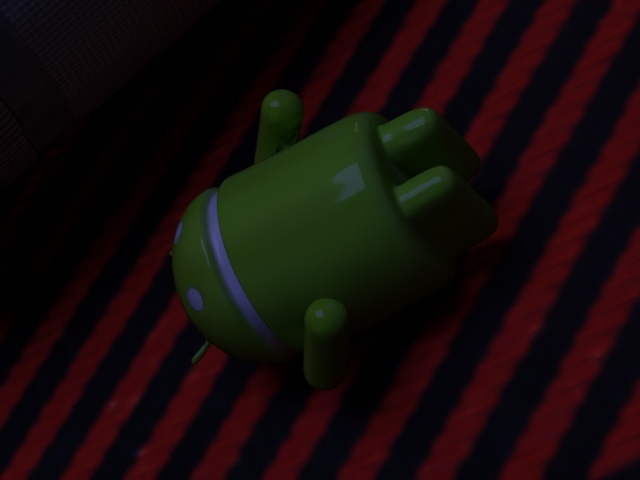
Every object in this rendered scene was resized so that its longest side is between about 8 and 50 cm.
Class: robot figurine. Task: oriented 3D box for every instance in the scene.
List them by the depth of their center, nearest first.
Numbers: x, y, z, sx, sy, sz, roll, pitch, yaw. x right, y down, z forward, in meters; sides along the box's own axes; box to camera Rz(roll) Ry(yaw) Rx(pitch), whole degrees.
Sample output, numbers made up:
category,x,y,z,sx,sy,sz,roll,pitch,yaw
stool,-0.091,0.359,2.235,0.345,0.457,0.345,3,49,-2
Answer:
category,x,y,z,sx,sy,sz,roll,pitch,yaw
robot figurine,0.000,0.000,0.672,0.115,0.067,0.101,-26,57,20

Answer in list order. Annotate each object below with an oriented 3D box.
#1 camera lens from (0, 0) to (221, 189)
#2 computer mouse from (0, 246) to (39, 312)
category,x,y,z,sx,sy,sz,roll,pitch,yaw
camera lens,-0.141,-0.148,0.771,0.274,0.219,0.219,-42,42,-7
computer mouse,-0.201,0.068,0.792,0.106,0.042,0.193,26,75,46
